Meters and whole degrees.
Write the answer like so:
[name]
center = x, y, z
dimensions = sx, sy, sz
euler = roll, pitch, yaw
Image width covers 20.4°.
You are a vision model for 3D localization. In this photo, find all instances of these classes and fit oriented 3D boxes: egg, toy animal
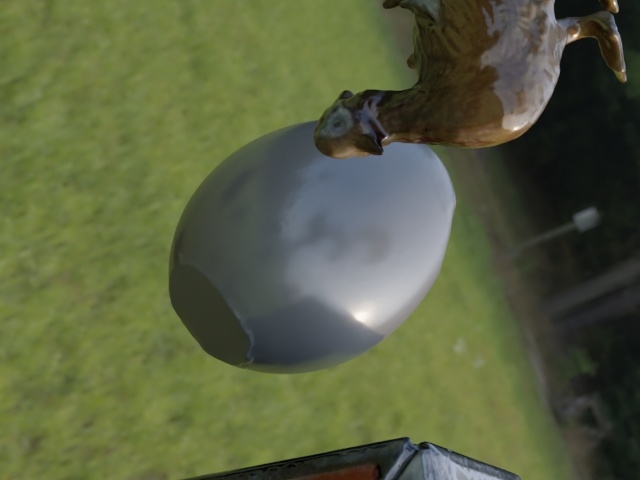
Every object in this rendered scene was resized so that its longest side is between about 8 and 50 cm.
[egg]
center = 0.000, 0.000, 1.308
dimensions = 0.176, 0.232, 0.176
euler = 34, -42, 38
[toy animal]
center = 0.073, -0.112, 0.993
dimensions = 0.188, 0.179, 0.089
euler = -104, 173, -52

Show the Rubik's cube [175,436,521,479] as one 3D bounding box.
[Rubik's cube]
center = 0.007, 0.283, 1.198
dimensions = 0.260, 0.259, 0.254
euler = 38, 44, -66
